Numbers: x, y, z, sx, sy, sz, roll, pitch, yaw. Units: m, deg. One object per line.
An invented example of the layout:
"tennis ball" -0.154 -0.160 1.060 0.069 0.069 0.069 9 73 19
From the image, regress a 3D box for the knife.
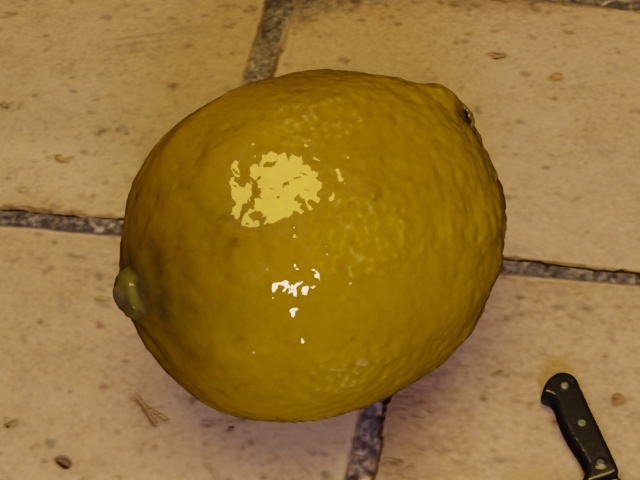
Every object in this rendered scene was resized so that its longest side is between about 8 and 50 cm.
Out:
"knife" 0.188 0.198 1.001 0.072 0.019 0.245 -14 52 -5

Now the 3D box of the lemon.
"lemon" 0.000 0.000 1.042 0.320 0.245 0.245 -18 49 -28
